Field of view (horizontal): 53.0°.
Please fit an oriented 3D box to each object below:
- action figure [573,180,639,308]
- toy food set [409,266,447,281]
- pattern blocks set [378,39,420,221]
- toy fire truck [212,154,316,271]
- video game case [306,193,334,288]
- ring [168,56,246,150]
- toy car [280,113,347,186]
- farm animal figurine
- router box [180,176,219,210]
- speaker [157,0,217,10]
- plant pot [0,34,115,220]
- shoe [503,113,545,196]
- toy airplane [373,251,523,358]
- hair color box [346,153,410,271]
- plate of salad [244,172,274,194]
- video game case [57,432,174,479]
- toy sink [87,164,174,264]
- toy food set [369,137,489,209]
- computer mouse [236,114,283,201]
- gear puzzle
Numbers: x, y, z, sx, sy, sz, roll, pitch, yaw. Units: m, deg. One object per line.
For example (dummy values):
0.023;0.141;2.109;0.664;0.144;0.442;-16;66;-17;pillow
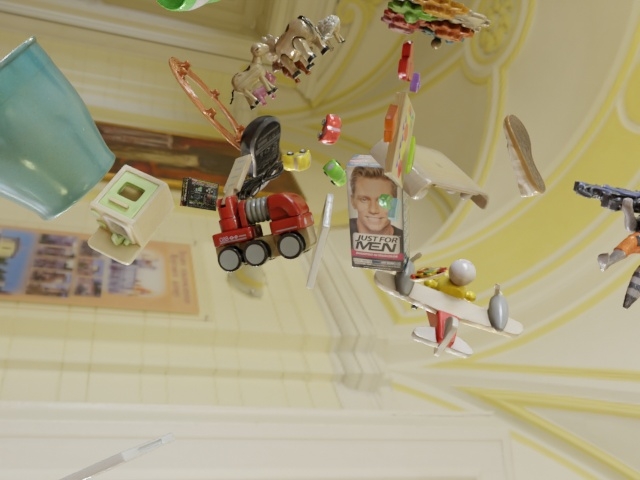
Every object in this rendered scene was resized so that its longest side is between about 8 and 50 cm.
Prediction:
0.747;-0.014;1.513;0.330;0.341;0.178;-46;144;-37;action figure
0.235;0.072;1.400;0.083;0.083;0.020;-10;-86;45;toy food set
0.164;-0.211;1.331;0.285;0.026;0.324;50;50;-68;pattern blocks set
-0.134;-0.075;1.425;0.158;0.217;0.246;-29;106;-74;toy fire truck
0.000;0.000;1.957;0.206;0.026;0.226;-81;-175;-59;video game case
-0.304;-0.389;1.820;0.032;0.336;0.336;-38;-148;9;ring
0.021;-0.253;2.047;0.239;0.225;0.053;-41;-148;4;toy car
-0.121;-0.575;1.980;0.327;0.172;0.330;-33;-172;38;farm animal figurine
-0.380;-0.145;2.019;0.038;0.122;0.092;6;-91;41;router box
-0.214;-0.564;1.317;0.296;0.131;0.131;-44;166;-43;speaker
-0.530;-0.183;1.170;0.272;0.255;0.271;-30;-151;19;plant pot
0.504;-0.213;1.633;0.058;0.077;0.219;-21;-92;46;shoe
0.409;0.189;2.040;0.384;0.386;0.272;40;-64;41;toy airplane
0.179;-0.082;1.964;0.105;0.174;0.347;-55;145;-57;hair color box
-0.244;-0.251;2.394;0.200;0.048;0.199;-25;-134;29;plate of salad
-0.405;0.433;1.247;0.022;0.190;0.173;67;14;12;video game case
-0.553;-0.076;1.827;0.234;0.153;0.131;-57;163;-28;toy sink
0.305;-0.173;1.786;0.219;0.306;0.092;53;-57;39;toy food set
-0.176;-0.245;1.769;0.072;0.188;0.272;38;-33;19;computer mouse
0.197;-0.376;1.111;0.339;0.176;0.044;-84;-171;-79;gear puzzle
